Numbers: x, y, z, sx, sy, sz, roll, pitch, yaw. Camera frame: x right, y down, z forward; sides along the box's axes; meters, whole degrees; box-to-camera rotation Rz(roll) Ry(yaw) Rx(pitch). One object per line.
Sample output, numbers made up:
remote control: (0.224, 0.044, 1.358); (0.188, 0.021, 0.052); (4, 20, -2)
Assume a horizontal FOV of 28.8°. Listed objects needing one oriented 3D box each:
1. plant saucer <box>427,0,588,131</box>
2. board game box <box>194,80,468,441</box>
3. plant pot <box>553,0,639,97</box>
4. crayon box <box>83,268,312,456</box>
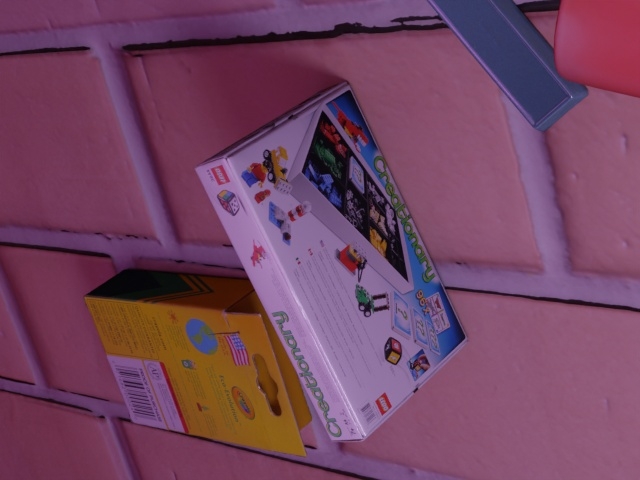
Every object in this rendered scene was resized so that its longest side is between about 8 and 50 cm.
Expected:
plant saucer: (0.153, -0.183, 1.105); (0.192, 0.018, 0.067); (50, 139, 3)
board game box: (0.020, 0.019, 1.231); (0.053, 0.193, 0.305); (-14, 106, 46)
plant pot: (0.315, -0.186, 0.792); (0.243, 0.275, 0.275); (25, 132, 16)
crayon box: (-0.137, 0.148, 1.549); (0.319, 0.081, 0.202); (4, 119, 42)
